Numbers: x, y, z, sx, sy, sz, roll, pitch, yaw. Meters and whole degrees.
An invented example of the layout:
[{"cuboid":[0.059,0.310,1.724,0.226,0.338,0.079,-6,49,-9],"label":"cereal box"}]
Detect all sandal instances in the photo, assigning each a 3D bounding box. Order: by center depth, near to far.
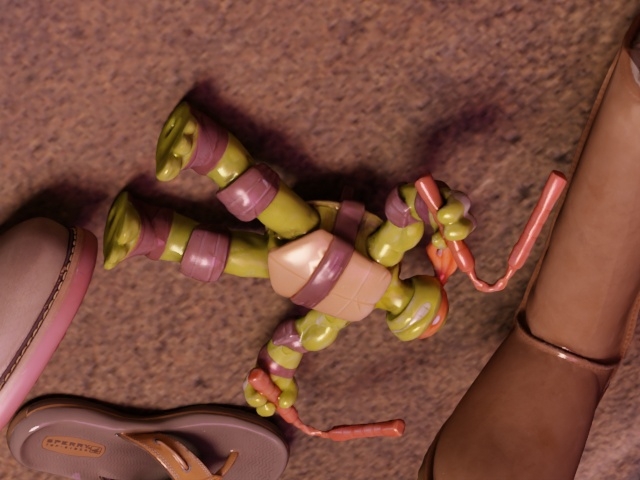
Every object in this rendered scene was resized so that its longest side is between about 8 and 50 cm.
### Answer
[{"cuboid":[-0.107,0.140,1.213,0.180,0.049,0.072,9,124,-18],"label":"sandal"}]

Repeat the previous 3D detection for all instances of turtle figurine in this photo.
[{"cuboid":[0.000,0.000,1.104,0.217,0.087,0.269,26,135,-17],"label":"turtle figurine"}]

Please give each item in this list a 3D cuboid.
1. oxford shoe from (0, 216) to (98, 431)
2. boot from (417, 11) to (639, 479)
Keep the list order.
[{"cuboid":[-0.275,0.091,1.098,0.348,0.123,0.130,-41,113,13],"label":"oxford shoe"},{"cuboid":[0.147,0.020,1.087,0.089,0.236,0.269,22,126,7],"label":"boot"}]
